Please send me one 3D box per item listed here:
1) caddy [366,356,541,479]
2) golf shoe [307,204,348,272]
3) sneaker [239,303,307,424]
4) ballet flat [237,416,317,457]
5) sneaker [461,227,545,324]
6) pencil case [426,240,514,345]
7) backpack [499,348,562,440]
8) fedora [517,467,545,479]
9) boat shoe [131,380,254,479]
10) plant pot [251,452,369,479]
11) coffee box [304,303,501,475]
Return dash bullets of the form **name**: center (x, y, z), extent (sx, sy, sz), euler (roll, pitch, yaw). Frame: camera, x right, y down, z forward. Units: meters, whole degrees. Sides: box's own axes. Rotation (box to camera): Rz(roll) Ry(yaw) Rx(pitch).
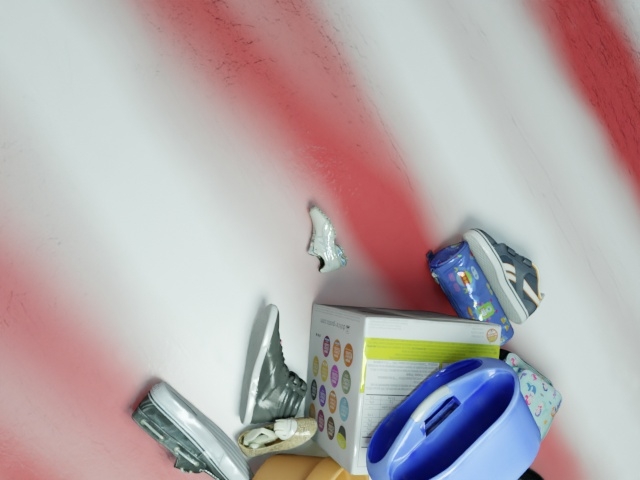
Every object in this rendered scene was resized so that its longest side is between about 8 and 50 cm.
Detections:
- **caddy**: center (0.245, 0.366, 1.127), extent (0.341, 0.241, 0.179), euler (-38, 108, -16)
- **golf shoe**: center (0.000, 0.000, 1.506), extent (0.086, 0.069, 0.176), euler (-26, 95, -12)
- **sneaker**: center (-0.100, 0.305, 1.443), extent (0.146, 0.104, 0.296), euler (10, 91, -20)
- **ballet flat**: center (-0.108, 0.461, 1.399), extent (0.206, 0.073, 0.067), euler (-26, 131, 14)
- **sneaker**: center (0.512, 0.074, 1.645), extent (0.127, 0.126, 0.321), euler (-39, 111, -12)
- **pencil case**: center (0.405, 0.152, 1.606), extent (0.133, 0.119, 0.306), euler (-32, 98, -13)
- **backpack**: center (0.506, 0.450, 1.599), extent (0.225, 0.191, 0.254), euler (38, 82, -20)
- **fedora**: center (0.535, 0.782, 1.608), extent (0.333, 0.152, 0.334), euler (1, 87, -19)
- **boat shoe**: center (-0.294, 0.478, 1.372), extent (0.119, 0.121, 0.335), euler (-44, 93, -4)
- **plant pot**: center (-0.041, 0.617, 1.353), extent (0.290, 0.203, 0.291), euler (-24, 119, -54)
- **coffee box**: center (0.177, 0.338, 1.407), extent (0.337, 0.337, 0.335), euler (6, 87, -19)
